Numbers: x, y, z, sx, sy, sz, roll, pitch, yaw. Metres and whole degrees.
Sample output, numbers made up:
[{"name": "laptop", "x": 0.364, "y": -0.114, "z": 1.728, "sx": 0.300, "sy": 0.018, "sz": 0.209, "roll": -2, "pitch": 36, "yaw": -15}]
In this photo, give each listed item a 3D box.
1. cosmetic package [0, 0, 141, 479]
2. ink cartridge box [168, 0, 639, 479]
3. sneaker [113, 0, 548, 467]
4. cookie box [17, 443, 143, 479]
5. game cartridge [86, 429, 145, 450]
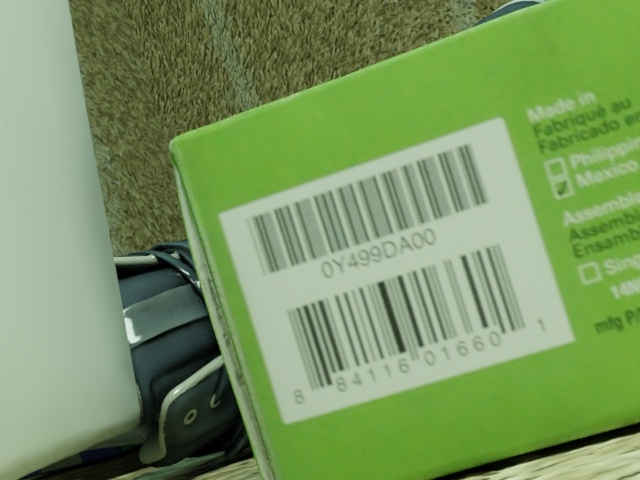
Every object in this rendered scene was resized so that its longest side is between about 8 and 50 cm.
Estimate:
[{"name": "cosmetic package", "x": -0.295, "y": 0.017, "z": 0.328, "sx": 0.453, "sy": 0.161, "sz": 0.230, "roll": -11, "pitch": -3, "yaw": 8}, {"name": "ink cartridge box", "x": 0.095, "y": -0.012, "z": 0.432, "sx": 0.188, "sy": 0.097, "sz": 0.255, "roll": -18, "pitch": -2, "yaw": 17}, {"name": "sneaker", "x": 0.001, "y": 0.002, "z": 0.548, "sx": 0.163, "sy": 0.086, "sz": 0.226, "roll": -8, "pitch": -37, "yaw": -45}, {"name": "cookie box", "x": -0.134, "y": 0.111, "z": 0.897, "sx": 0.092, "sy": 0.040, "sz": 0.107, "roll": -17, "pitch": -1, "yaw": 25}, {"name": "game cartridge", "x": -0.111, "y": 0.062, "z": 0.796, "sx": 0.196, "sy": 0.060, "sz": 0.294, "roll": -10, "pitch": 6, "yaw": -6}]
